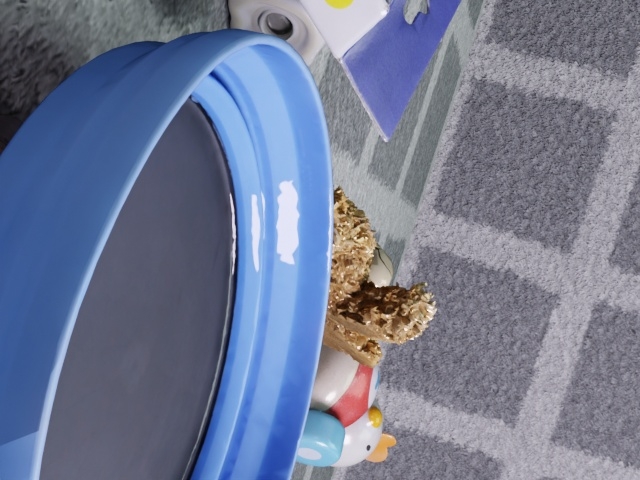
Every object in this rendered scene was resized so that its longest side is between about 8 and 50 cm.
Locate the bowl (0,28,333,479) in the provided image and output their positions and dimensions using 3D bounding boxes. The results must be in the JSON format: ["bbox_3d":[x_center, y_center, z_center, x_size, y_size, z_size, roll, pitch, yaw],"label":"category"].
[{"bbox_3d":[-0.085,0.078,0.515,0.391,0.077,0.391,10,90,-75],"label":"bowl"}]

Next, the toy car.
[{"bbox_3d":[0.024,0.215,1.155,0.238,0.210,0.219,42,47,-32],"label":"toy car"}]

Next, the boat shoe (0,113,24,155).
[{"bbox_3d":[-0.160,0.046,0.539,0.092,0.102,0.285,-59,157,-32],"label":"boat shoe"}]

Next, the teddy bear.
[{"bbox_3d":[0.000,0.000,0.871,0.113,0.245,0.338,-55,134,-15],"label":"teddy bear"}]

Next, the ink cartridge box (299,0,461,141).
[{"bbox_3d":[0.038,-0.280,0.643,0.307,0.072,0.304,53,41,-24],"label":"ink cartridge box"}]

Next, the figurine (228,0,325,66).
[{"bbox_3d":[-0.006,-0.295,0.788,0.215,0.092,0.209,92,15,-54],"label":"figurine"}]
